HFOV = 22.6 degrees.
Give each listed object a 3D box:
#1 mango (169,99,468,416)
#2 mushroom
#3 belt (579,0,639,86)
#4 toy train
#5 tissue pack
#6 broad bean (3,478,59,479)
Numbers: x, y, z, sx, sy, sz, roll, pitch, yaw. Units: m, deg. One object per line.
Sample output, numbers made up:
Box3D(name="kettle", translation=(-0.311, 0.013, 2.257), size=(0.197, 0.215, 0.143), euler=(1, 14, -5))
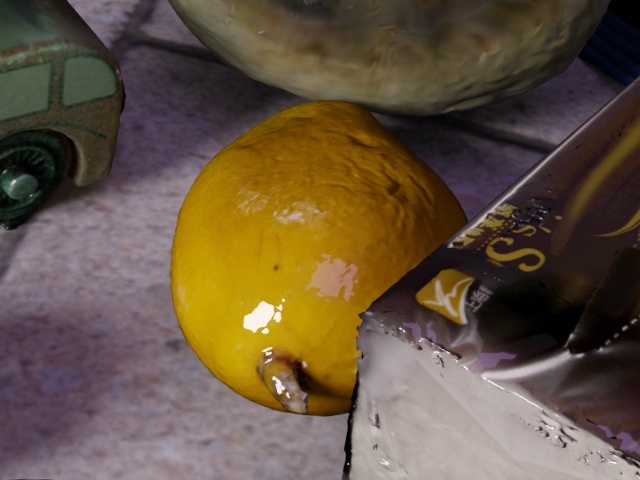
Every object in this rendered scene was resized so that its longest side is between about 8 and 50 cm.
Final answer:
Box3D(name="mango", translation=(0.000, 0.000, 0.941), size=(0.177, 0.119, 0.317), euler=(-6, 32, 2))
Box3D(name="mushroom", translation=(0.039, -0.195, 1.055), size=(0.344, 0.247, 0.130), euler=(17, 31, -10))
Box3D(name="belt", translation=(0.248, -0.242, 1.183), size=(0.117, 0.212, 0.347), euler=(-13, 44, -27))
Box3D(name="toy train", translation=(-0.263, -0.079, 0.942), size=(0.326, 0.159, 0.129), euler=(-17, 52, -29))
Box3D(name="tissue pack", translation=(0.197, 0.055, 0.866), size=(0.210, 0.198, 0.370), euler=(25, 44, 27))
Box3D(name="broad bean", translation=(-0.155, 0.191, 0.676), size=(0.238, 0.119, 0.291), euler=(10, 23, 42))
